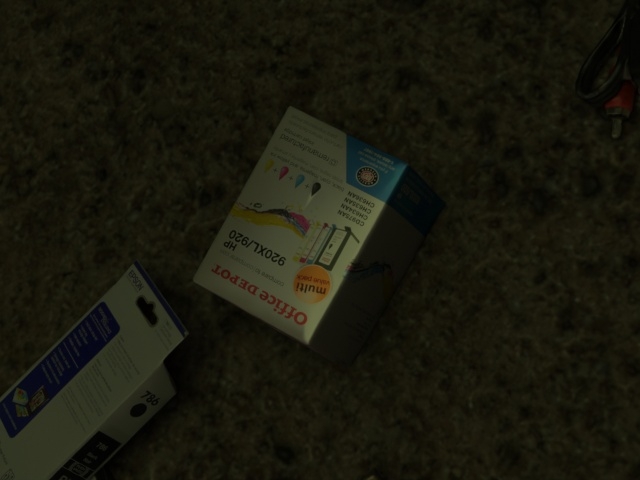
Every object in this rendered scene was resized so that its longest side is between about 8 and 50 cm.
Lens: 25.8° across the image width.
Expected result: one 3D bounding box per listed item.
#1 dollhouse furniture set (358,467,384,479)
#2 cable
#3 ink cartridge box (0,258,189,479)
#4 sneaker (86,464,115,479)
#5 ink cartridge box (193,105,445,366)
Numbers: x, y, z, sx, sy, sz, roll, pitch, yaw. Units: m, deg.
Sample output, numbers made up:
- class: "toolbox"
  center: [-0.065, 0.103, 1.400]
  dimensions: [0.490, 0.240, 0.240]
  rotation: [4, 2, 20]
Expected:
- class: "dollhouse furniture set"
  center: [0.034, 0.364, 1.578]
  dimensions: [0.182, 0.101, 0.161]
  rotation: [-35, 92, 7]
- class: "cable"
  center: [0.377, -0.251, 1.638]
  dimensions: [0.139, 0.072, 0.287]
  rotation: [-8, 60, 35]
- class: "ink cartridge box"
  center: [-0.290, 0.193, 1.705]
  dimensions: [0.332, 0.065, 0.165]
  rotation: [-45, 45, 5]
- class: "sneaker"
  center: [-0.272, 0.336, 1.693]
  dimensions: [0.061, 0.053, 0.152]
  rotation: [-24, 70, 15]
- class: "ink cartridge box"
  center: [0.000, 0.000, 1.624]
  dimensions: [0.171, 0.168, 0.233]
  rotation: [28, 87, 23]
